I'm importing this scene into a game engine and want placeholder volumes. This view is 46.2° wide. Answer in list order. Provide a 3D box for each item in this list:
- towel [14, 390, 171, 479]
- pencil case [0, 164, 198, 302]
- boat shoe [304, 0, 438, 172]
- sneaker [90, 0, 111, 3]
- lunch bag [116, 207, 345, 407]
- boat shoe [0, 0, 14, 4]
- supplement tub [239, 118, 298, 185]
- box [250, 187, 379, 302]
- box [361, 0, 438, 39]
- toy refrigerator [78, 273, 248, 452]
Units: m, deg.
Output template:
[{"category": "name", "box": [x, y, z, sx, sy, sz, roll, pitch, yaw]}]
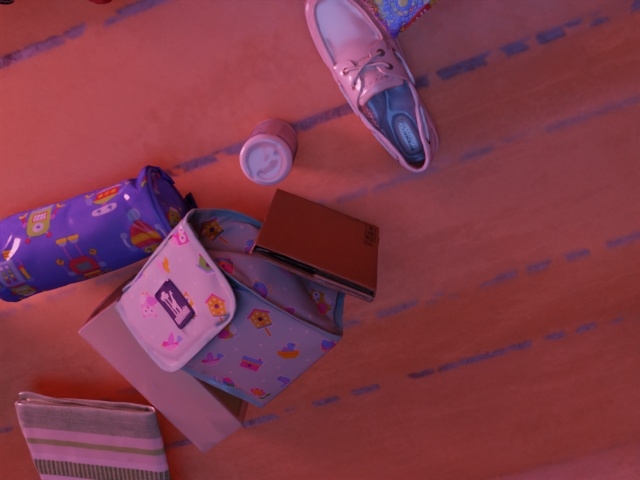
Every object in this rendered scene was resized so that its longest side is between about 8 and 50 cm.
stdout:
[{"category": "towel", "box": [-0.354, 0.387, 1.232, 0.248, 0.038, 0.324, 3, 120, 13]}, {"category": "pencil case", "box": [-0.335, -0.014, 1.072, 0.306, 0.133, 0.119, -19, 148, 11]}, {"category": "boat shoe", "box": [0.075, -0.210, 0.980, 0.098, 0.096, 0.277, -32, 106, 15]}, {"category": "sneaker", "box": [-0.335, -0.405, 0.950, 0.128, 0.087, 0.221, -6, 99, 15]}, {"category": "lunch bag", "box": [-0.126, 0.089, 1.034, 0.262, 0.160, 0.223, 29, 130, -19]}, {"category": "boat shoe", "box": [-0.537, -0.346, 0.952, 0.340, 0.127, 0.113, 19, 112, -2]}, {"category": "supplement tub", "box": [-0.068, -0.121, 1.018, 0.071, 0.107, 0.071, 1, 111, 4]}, {"category": "box", "box": [0.000, 0.000, 1.011, 0.164, 0.201, 0.021, 21, 115, -4]}, {"category": "box", "box": [0.131, -0.392, 0.808, 0.290, 0.279, 0.177, -38, 104, 17]}, {"category": "toy refrigerator", "box": [-0.228, 0.186, 1.152, 0.094, 0.102, 0.269, -38, 104, 16]}]
